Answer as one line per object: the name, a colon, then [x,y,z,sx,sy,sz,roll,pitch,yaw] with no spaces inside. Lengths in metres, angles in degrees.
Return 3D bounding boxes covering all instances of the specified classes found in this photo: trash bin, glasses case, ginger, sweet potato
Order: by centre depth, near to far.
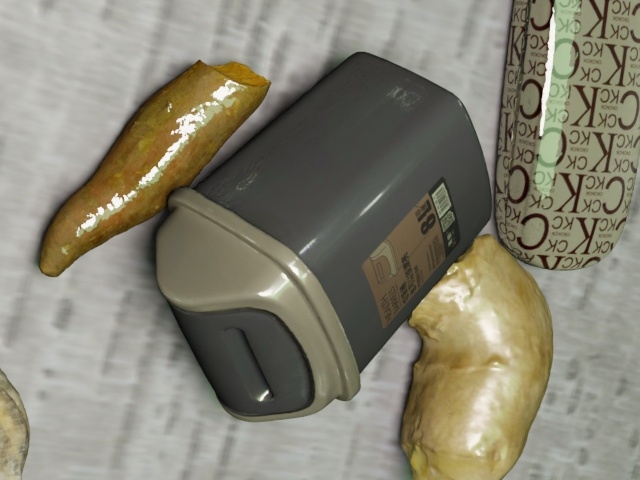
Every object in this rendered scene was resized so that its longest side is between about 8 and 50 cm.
sweet potato: [-0.145,-0.064,1.262,0.243,0.077,0.077,-44,118,-4]
trash bin: [0.000,0.000,1.280,0.290,0.182,0.209,-45,141,-20]
ginger: [0.143,0.128,1.429,0.152,0.138,0.267,2,88,-16]
glasses case: [0.242,-0.146,1.448,0.137,0.085,0.355,-1,101,-30]

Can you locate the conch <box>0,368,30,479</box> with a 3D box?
conch: [-0.337,0.114,1.147,0.210,0.159,0.291,-5,64,-37]
